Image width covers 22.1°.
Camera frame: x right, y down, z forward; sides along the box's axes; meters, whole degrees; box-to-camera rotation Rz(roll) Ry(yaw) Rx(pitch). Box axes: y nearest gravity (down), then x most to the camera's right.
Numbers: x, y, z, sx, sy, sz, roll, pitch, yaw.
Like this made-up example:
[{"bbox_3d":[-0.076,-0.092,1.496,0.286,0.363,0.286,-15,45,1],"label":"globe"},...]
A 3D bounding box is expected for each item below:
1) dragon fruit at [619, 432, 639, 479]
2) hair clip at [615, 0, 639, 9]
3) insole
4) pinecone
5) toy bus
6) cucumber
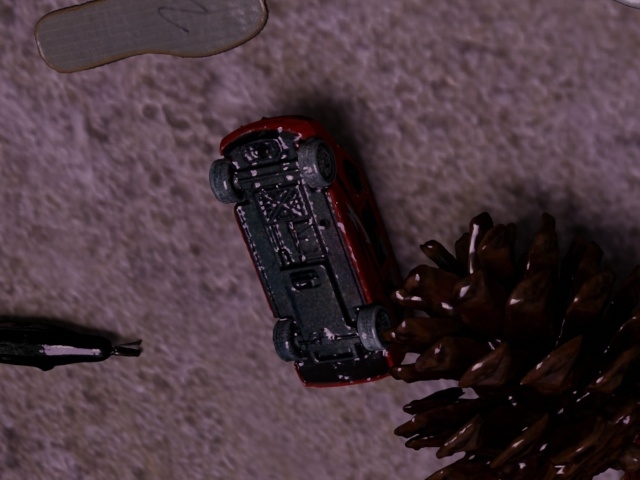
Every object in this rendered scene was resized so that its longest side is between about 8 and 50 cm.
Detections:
[{"bbox_3d":[0.286,0.186,1.103,0.161,0.120,0.127,-8,72,0],"label":"dragon fruit"},{"bbox_3d":[0.209,-0.190,0.948,0.220,0.054,0.140,30,128,9],"label":"hair clip"},{"bbox_3d":[-0.121,-0.150,1.139,0.188,0.004,0.064,-8,111,27],"label":"insole"},{"bbox_3d":[0.128,0.077,1.043,0.207,0.208,0.208,10,120,19],"label":"pinecone"},{"bbox_3d":[0.000,0.000,1.113,0.081,0.089,0.195,-10,112,27],"label":"toy bus"},{"bbox_3d":[-0.221,0.083,1.283,0.163,0.043,0.039,6,99,23],"label":"cucumber"}]
